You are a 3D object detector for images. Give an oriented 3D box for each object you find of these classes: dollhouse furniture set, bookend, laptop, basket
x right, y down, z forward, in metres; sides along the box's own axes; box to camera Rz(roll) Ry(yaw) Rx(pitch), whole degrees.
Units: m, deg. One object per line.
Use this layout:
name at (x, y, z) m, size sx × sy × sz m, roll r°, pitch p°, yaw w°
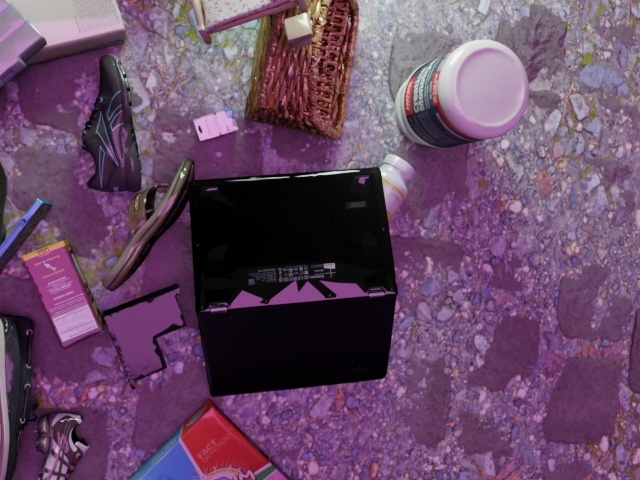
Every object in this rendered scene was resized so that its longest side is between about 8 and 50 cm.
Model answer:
dollhouse furniture set at (-0.203, -0.483, 1.121) m, size 0.303 × 0.174 × 0.356 m, roll -16°, pitch 66°, yaw 8°
bookend at (-0.331, 0.188, 1.288) m, size 0.157 × 0.072 × 0.156 m, roll -22°, pitch 99°, yaw -15°
laptop at (-0.056, 0.092, 1.320) m, size 0.382 × 0.236 × 0.408 m, roll -5°, pitch 76°, yaw -7°
basket at (-0.010, -0.372, 1.286) m, size 0.223 × 0.213 × 0.299 m, roll 10°, pitch 90°, yaw -16°

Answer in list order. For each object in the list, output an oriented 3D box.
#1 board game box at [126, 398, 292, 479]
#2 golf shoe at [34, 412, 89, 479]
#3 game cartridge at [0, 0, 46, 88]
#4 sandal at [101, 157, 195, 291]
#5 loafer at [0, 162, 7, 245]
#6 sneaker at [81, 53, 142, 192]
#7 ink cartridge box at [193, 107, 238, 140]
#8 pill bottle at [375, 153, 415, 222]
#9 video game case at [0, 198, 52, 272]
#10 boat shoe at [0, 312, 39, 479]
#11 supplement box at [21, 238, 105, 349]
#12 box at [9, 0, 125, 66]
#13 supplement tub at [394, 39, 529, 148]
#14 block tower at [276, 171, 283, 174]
board game box at (-0.209, 0.528, 1.344) m, size 0.242 × 0.064 × 0.316 m, roll -45°, pitch 104°, yaw -10°
golf shoe at (-0.496, 0.432, 1.248) m, size 0.094 × 0.077 × 0.198 m, roll -3°, pitch 95°, yaw -17°
game cartridge at (-0.670, -0.301, 1.075) m, size 0.355 × 0.068 × 0.230 m, roll -45°, pitch 105°, yaw -11°
sandal at (-0.343, -0.041, 1.257) m, size 0.086 × 0.120 × 0.303 m, roll 35°, pitch 83°, yaw -1°
loafer at (-0.616, -0.074, 1.172) m, size 0.080 × 0.078 × 0.220 m, roll -8°, pitch 79°, yaw -16°
sneaker at (-0.407, -0.222, 1.234) m, size 0.106 × 0.101 × 0.267 m, roll -7°, pitch 94°, yaw -14°
ink cartridge box at (-0.217, -0.236, 1.326) m, size 0.083 × 0.028 × 0.048 m, roll -20°, pitch 98°, yaw -15°
pill bottle at (0.124, -0.092, 1.396) m, size 0.103 × 0.103 × 0.184 m, roll 37°, pitch 81°, yaw -15°
video game case at (-0.557, -0.005, 1.187) m, size 0.015 × 0.119 × 0.166 m, roll 37°, pitch 82°, yaw -13°
boat shoe at (-0.582, 0.301, 1.202) m, size 0.113 × 0.127 × 0.340 m, roll 0°, pitch 84°, yaw -59°
supplement box at (-0.484, 0.098, 1.222) m, size 0.080 × 0.104 × 0.188 m, roll -23°, pitch 99°, yaw -15°
box at (-0.512, -0.397, 1.197) m, size 0.275 × 0.094 × 0.113 m, roll -18°, pitch 97°, yaw -15°
supplement tub at (0.284, -0.294, 1.347) m, size 0.191 × 0.272 × 0.191 m, roll -1°, pitch 92°, yaw -17°
block tower at (0.000, 0.000, 1.370) m, size 0.335 × 0.097 × 0.091 m, roll 43°, pitch 81°, yaw -16°
